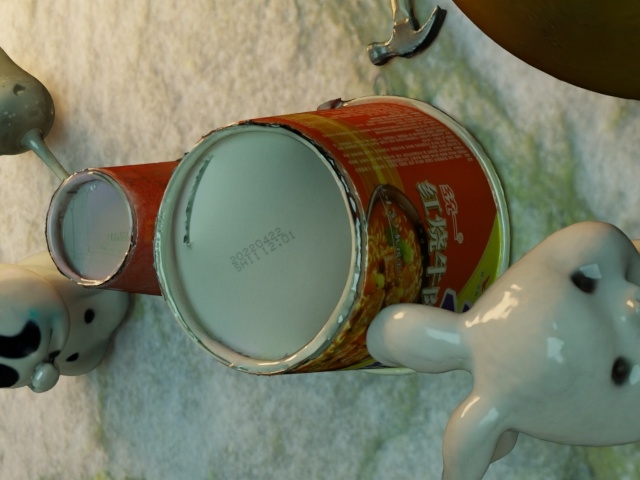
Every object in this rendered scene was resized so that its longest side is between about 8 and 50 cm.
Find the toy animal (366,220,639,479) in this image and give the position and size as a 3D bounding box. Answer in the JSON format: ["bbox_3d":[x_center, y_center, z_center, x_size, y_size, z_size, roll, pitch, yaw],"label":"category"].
[{"bbox_3d":[0.145,0.068,0.749,0.178,0.193,0.127,-30,77,37],"label":"toy animal"}]

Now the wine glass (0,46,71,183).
[{"bbox_3d":[-0.245,-0.085,1.040,0.195,0.079,0.079,47,113,21],"label":"wine glass"}]

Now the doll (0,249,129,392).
[{"bbox_3d":[-0.233,0.064,0.988,0.107,0.181,0.110,35,108,12],"label":"doll"}]

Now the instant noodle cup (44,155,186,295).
[{"bbox_3d":[-0.133,-0.009,0.940,0.127,0.136,0.127,0,91,32],"label":"instant noodle cup"}]

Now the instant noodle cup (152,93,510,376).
[{"bbox_3d":[0.000,0.000,0.837,0.213,0.174,0.213,2,93,32],"label":"instant noodle cup"}]

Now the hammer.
[{"bbox_3d":[0.051,-0.222,0.892,0.062,0.017,0.182,-12,84,31],"label":"hammer"}]

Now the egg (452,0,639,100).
[{"bbox_3d":[0.171,-0.248,0.663,0.283,0.282,0.351,-15,78,31],"label":"egg"}]
